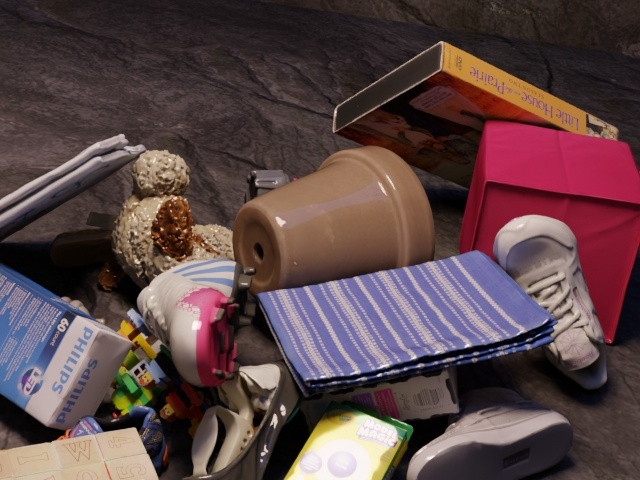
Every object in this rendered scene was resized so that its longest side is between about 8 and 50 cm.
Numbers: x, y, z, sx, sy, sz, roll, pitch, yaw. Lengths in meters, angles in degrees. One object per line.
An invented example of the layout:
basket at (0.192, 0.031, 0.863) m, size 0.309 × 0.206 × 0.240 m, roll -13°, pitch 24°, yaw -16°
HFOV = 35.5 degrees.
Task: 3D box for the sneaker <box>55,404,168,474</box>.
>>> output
sneaker at (-0.278, 0.242, 1.141) m, size 0.221 × 0.087 × 0.083 m, roll -15°, pitch 35°, yaw -37°

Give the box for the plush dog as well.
plush dog at (-0.215, 0.027, 1.469) m, size 0.211 × 0.262 × 0.225 m, roll -40°, pitch 33°, yaw -12°

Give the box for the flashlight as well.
flashlight at (0.021, -0.094, 1.840) m, size 0.304 × 0.103 × 0.103 m, roll 0°, pitch 24°, yaw -17°

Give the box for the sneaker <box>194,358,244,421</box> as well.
sneaker at (-0.122, 0.186, 1.333) m, size 0.073 × 0.063 × 0.162 m, roll 5°, pitch 34°, yaw -32°

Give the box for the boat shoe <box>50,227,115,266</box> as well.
boat shoe at (-0.345, 0.004, 1.601) m, size 0.170 × 0.063 × 0.059 m, roll 0°, pitch 35°, yaw -14°

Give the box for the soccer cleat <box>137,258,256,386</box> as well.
soccer cleat at (-0.164, 0.099, 1.216) m, size 0.143 × 0.116 × 0.331 m, roll 0°, pitch 10°, yaw 3°

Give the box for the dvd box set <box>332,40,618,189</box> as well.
dvd box set at (0.278, -0.197, 1.800) m, size 0.421 × 0.062 × 0.308 m, roll 19°, pitch -25°, yaw -30°

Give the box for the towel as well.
towel at (0.106, 0.093, 1.294) m, size 0.336 × 0.040 × 0.243 m, roll -10°, pitch 27°, yaw -13°

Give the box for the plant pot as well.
plant pot at (0.000, 0.000, 1.478) m, size 0.229 × 0.263 × 0.263 m, roll -11°, pitch 33°, yaw -33°

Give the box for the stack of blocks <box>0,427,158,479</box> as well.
stack of blocks at (-0.312, 0.293, 0.947) m, size 0.297 × 0.171 × 0.087 m, roll -6°, pitch 31°, yaw -26°

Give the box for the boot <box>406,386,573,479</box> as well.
boot at (0.187, 0.254, 1.260) m, size 0.258 × 0.095 × 0.123 m, roll -6°, pitch 20°, yaw -33°

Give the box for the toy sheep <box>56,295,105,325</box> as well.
toy sheep at (-0.359, 0.118, 1.362) m, size 0.132 × 0.091 × 0.091 m, roll 1°, pitch 28°, yaw -1°

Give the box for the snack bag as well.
snack bag at (-0.407, -0.059, 1.435) m, size 0.323 × 0.037 × 0.342 m, roll -31°, pitch 6°, yaw 6°

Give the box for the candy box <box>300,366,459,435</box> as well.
candy box at (0.077, 0.170, 1.315) m, size 0.196 × 0.070 × 0.165 m, roll -14°, pitch 26°, yaw 11°

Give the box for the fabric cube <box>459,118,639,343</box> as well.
fabric cube at (0.370, -0.021, 1.630) m, size 0.259 × 0.254 × 0.258 m, roll 10°, pitch 27°, yaw 3°

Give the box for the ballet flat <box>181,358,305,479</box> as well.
ballet flat at (-0.086, 0.211, 1.179) m, size 0.095 × 0.096 × 0.280 m, roll -22°, pitch 25°, yaw 30°

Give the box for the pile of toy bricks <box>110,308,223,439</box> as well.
pile of toy bricks at (-0.222, 0.189, 1.267) m, size 0.105 × 0.118 × 0.212 m, roll -41°, pitch 55°, yaw -6°

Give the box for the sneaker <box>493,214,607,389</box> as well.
sneaker at (0.342, 0.088, 1.405) m, size 0.114 × 0.305 × 0.152 m, roll -27°, pitch 36°, yaw 10°

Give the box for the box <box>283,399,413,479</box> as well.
box at (0.030, 0.264, 1.165) m, size 0.105 × 0.043 × 0.179 m, roll 19°, pitch 50°, yaw 20°

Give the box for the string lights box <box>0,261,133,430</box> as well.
string lights box at (-0.379, 0.126, 1.273) m, size 0.260 × 0.133 × 0.077 m, roll 26°, pitch -6°, yaw 30°
